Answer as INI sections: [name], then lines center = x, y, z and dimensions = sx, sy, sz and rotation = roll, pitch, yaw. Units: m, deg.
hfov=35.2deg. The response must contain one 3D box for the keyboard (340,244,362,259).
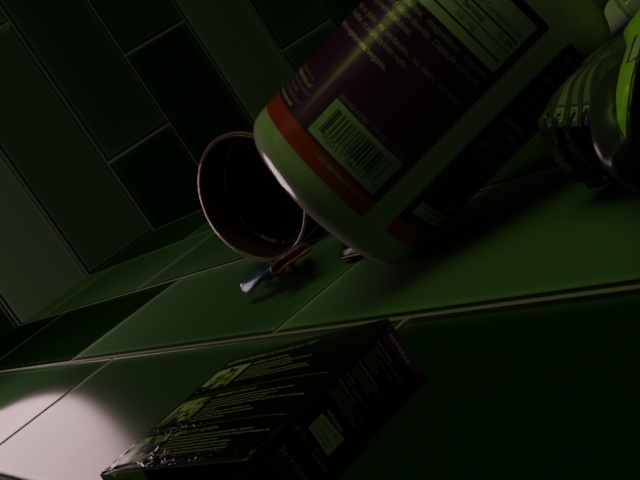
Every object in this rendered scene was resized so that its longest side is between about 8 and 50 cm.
[keyboard]
center = 0.105, -0.040, 0.993
dimensions = 0.180, 0.023, 0.108
rotation = -39, 5, -25

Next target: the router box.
[router box]
center = -0.040, 0.115, 0.623
dimensions = 0.133, 0.046, 0.179
rotation = -40, 12, -37

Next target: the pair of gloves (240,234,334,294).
[pair of gloves]
center = 0.000, 0.000, 1.086
dimensions = 0.198, 0.023, 0.159
rotation = -34, 2, -8

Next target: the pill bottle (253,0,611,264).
[pill bottle]
center = 0.108, -0.145, 0.835
dimensions = 0.323, 0.181, 0.181
rotation = -46, 7, 12

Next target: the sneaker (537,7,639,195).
[sneaker]
center = 0.206, -0.075, 0.663
dimensions = 0.121, 0.111, 0.300
rotation = -40, 1, 26

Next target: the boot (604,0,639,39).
[boot]
center = 0.321, -0.193, 0.897
dimensions = 0.123, 0.095, 0.258
rotation = -24, 20, 16

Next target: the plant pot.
[plant pot]
center = -0.040, -0.079, 1.276
dimensions = 0.167, 0.167, 0.165
rotation = -25, 5, 40
